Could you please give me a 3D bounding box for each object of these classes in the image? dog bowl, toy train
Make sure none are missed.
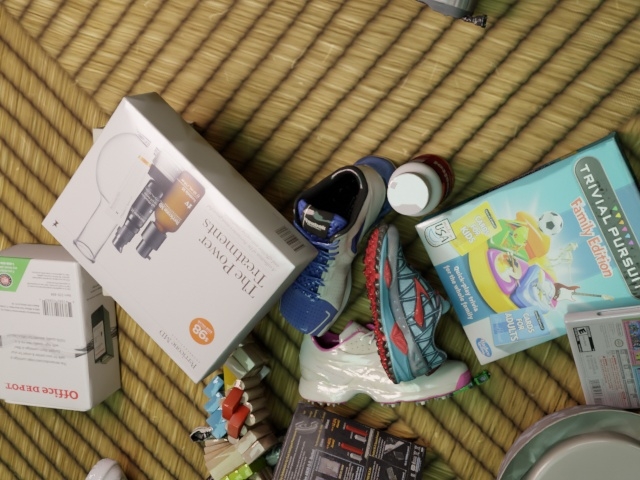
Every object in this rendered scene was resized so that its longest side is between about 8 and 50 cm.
[{"bbox_3d":[0.435,0.420,1.505,0.348,0.102,0.349,0,99,3],"label":"dog bowl"},{"bbox_3d":[0.251,0.244,1.616,0.083,0.023,0.017,-30,91,23],"label":"toy train"}]

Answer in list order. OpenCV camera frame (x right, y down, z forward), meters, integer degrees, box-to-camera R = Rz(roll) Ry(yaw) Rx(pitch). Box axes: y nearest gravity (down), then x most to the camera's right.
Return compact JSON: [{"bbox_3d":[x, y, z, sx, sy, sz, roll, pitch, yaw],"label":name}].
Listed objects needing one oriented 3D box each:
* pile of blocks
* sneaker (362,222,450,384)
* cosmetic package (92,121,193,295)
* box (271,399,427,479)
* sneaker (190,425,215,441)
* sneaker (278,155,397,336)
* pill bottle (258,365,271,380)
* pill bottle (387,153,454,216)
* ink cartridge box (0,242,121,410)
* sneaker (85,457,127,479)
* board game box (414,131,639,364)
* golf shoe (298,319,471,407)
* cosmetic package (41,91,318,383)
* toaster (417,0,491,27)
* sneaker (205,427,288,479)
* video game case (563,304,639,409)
[{"bbox_3d":[-0.153,0.336,1.652,0.148,0.112,0.362,-11,85,15],"label":"pile of blocks"},{"bbox_3d":[0.141,0.093,1.527,0.125,0.104,0.262,-12,104,-9],"label":"sneaker"},{"bbox_3d":[-0.302,-0.057,1.675,0.129,0.153,0.296,4,105,18],"label":"cosmetic package"},{"bbox_3d":[0.032,0.434,1.558,0.242,0.307,0.077,20,131,-1],"label":"box"},{"bbox_3d":[-0.208,0.366,1.803,0.083,0.037,0.032,-19,94,21],"label":"sneaker"},{"bbox_3d":[0.001,-0.001,1.543,0.127,0.182,0.316,31,103,22],"label":"sneaker"},{"bbox_3d":[-0.129,0.217,1.735,0.083,0.043,0.043,45,113,4],"label":"pill bottle"},{"bbox_3d":[0.156,-0.085,1.502,0.086,0.152,0.086,5,105,19],"label":"pill bottle"},{"bbox_3d":[-0.507,0.161,1.814,0.211,0.121,0.289,4,104,19],"label":"ink cartridge box"},{"bbox_3d":[-0.337,0.595,1.855,0.210,0.137,0.366,2,108,19],"label":"sneaker"},{"bbox_3d":[0.354,0.018,1.495,0.336,0.079,0.254,-25,94,23],"label":"board game box"},{"bbox_3d":[0.100,0.205,1.616,0.306,0.115,0.140,-4,98,19],"label":"golf shoe"},{"bbox_3d":[-0.231,-0.004,1.520,0.377,0.097,0.284,44,118,8],"label":"cosmetic package"},{"bbox_3d":[0.167,-0.423,1.431,0.227,0.129,0.147,23,107,15],"label":"toaster"},{"bbox_3d":[-0.120,0.446,1.759,0.275,0.107,0.110,-28,101,23],"label":"sneaker"},{"bbox_3d":[0.492,0.181,1.466,0.193,0.023,0.212,-9,127,21],"label":"video game case"}]
